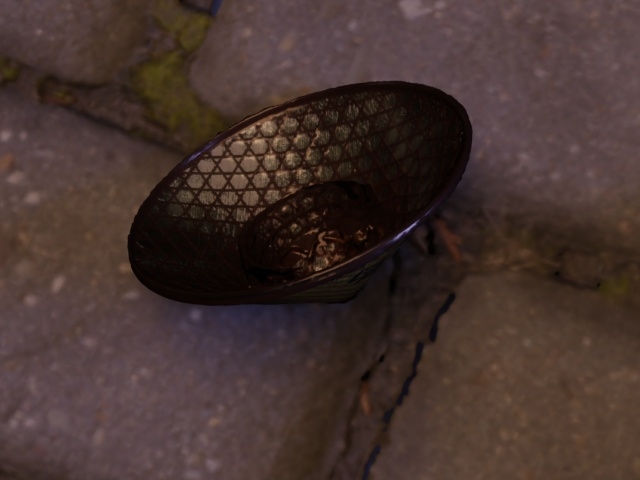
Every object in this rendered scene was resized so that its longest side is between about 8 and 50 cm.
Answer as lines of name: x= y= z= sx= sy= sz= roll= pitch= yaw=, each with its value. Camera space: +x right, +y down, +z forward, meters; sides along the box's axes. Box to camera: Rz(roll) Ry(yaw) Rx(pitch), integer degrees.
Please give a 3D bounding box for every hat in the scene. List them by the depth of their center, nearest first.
hat: x=0.000 y=0.000 z=0.850 sx=0.193 sy=0.082 sz=0.193 roll=-17 pitch=30 yaw=10
